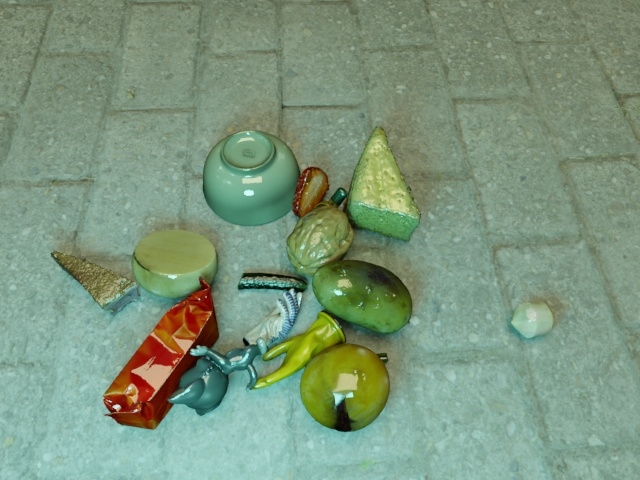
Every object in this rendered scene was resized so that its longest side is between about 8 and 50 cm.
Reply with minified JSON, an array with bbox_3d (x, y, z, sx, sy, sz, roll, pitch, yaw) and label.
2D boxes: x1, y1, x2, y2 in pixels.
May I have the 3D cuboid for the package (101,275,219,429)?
[{"bbox_3d":[-0.404,0.313,1.424,0.123,0.196,0.423,27,60,9],"label":"package"}]

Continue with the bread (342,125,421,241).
[{"bbox_3d":[0.225,-0.177,1.716,0.279,0.248,0.315,24,73,7],"label":"bread"}]

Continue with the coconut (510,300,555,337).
[{"bbox_3d":[0.619,0.235,1.559,0.125,0.110,0.110,-3,58,-6],"label":"coconut"}]

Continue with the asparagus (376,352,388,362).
[{"bbox_3d":[0.113,0.349,1.511,0.165,0.030,0.036,-11,70,-8],"label":"asparagus"}]

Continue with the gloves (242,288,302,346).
[{"bbox_3d":[-0.129,0.237,1.540,0.097,0.119,0.229,45,72,-19],"label":"gloves"}]

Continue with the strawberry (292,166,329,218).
[{"bbox_3d":[-0.049,-0.164,1.775,0.082,0.121,0.188,19,77,46],"label":"strawberry"}]

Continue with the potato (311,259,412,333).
[{"bbox_3d":[0.123,0.151,1.523,0.308,0.173,0.210,20,39,-19],"label":"potato"}]

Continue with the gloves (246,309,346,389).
[{"bbox_3d":[-0.077,0.322,1.465,0.294,0.133,0.116,-33,76,-22],"label":"gloves"}]

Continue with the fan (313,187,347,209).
[{"bbox_3d":[0.039,-0.114,1.732,0.082,0.155,0.039,45,37,5],"label":"fan"}]

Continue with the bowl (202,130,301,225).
[{"bbox_3d":[-0.236,-0.245,1.780,0.354,0.185,0.353,1,58,-1],"label":"bowl"}]

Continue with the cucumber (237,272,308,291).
[{"bbox_3d":[-0.146,0.130,1.629,0.215,0.052,0.058,3,78,0],"label":"cucumber"}]

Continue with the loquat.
[{"bbox_3d":[0.065,0.381,1.375,0.235,0.235,0.234,1,58,-1],"label":"loquat"}]

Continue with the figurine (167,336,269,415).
[{"bbox_3d":[-0.254,0.357,1.396,0.266,0.193,0.140,-17,61,-5],"label":"figurine"}]

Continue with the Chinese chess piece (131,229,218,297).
[{"bbox_3d":[-0.434,0.068,1.584,0.251,0.097,0.250,6,33,-4],"label":"Chinese chess piece"}]

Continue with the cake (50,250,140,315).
[{"bbox_3d":[-0.688,0.124,1.579,0.296,0.115,0.112,26,61,14],"label":"cake"}]

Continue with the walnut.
[{"bbox_3d":[0.000,0.000,1.631,0.198,0.198,0.245,33,55,17],"label":"walnut"}]
